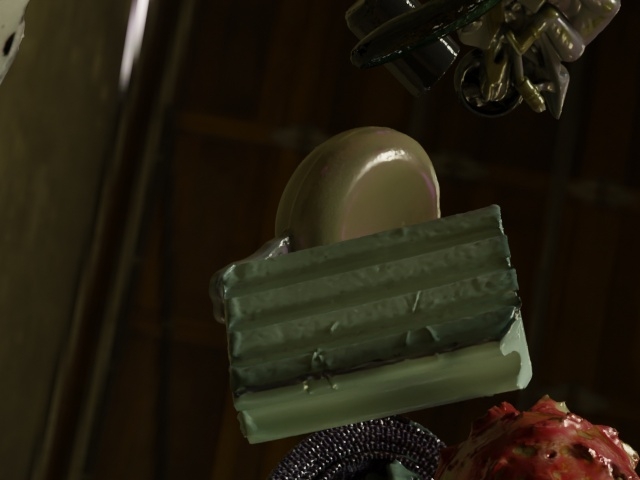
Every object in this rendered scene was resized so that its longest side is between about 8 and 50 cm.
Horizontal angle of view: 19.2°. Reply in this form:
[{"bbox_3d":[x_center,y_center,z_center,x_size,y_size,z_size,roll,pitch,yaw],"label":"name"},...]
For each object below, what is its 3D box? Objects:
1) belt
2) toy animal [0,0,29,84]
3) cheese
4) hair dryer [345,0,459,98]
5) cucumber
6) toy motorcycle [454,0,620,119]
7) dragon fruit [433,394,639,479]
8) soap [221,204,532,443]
[{"bbox_3d":[0.045,0.353,2.225,0.325,0.260,0.122,-44,168,-36],"label":"belt"},{"bbox_3d":[-0.334,-0.174,1.500,0.208,0.156,0.204,-64,154,0],"label":"toy animal"},{"bbox_3d":[0.000,0.000,1.785,0.286,0.082,0.163,-35,123,-36],"label":"cheese"},{"bbox_3d":[0.084,-0.235,2.011,0.070,0.114,0.248,-42,-168,12],"label":"hair dryer"},{"bbox_3d":[0.101,-0.183,1.512,0.036,0.184,0.033,61,18,3],"label":"cucumber"},{"bbox_3d":[0.196,-0.209,1.633,0.073,0.152,0.225,-94,-173,-65],"label":"toy motorcycle"},{"bbox_3d":[0.190,0.249,1.621,0.205,0.210,0.268,-49,-178,8],"label":"dragon fruit"},{"bbox_3d":[0.043,0.075,1.617,0.094,0.261,0.150,71,9,-46],"label":"soap"}]
